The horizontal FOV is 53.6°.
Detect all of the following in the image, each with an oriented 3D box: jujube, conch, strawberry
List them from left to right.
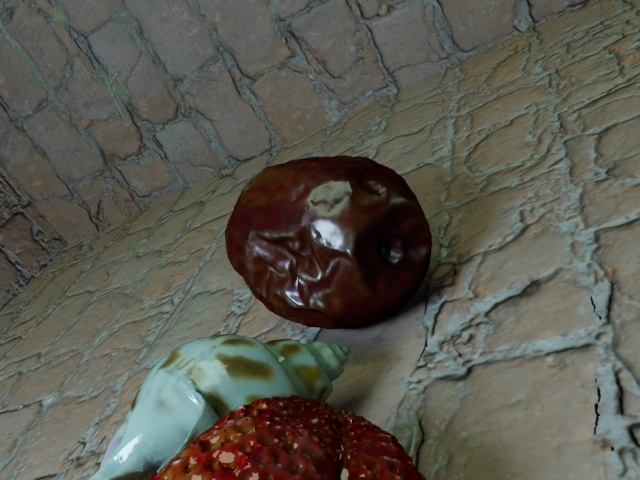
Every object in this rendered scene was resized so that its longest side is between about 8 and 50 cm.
[{"bbox_3d":[-0.129,0.230,0.747,0.368,0.197,0.249,-52,14,-8],"label":"conch"},{"bbox_3d":[-0.041,0.260,0.552,0.238,0.250,0.288,-60,10,29],"label":"strawberry"},{"bbox_3d":[-0.001,-0.001,1.015,0.276,0.276,0.377,-44,27,-27],"label":"jujube"}]
